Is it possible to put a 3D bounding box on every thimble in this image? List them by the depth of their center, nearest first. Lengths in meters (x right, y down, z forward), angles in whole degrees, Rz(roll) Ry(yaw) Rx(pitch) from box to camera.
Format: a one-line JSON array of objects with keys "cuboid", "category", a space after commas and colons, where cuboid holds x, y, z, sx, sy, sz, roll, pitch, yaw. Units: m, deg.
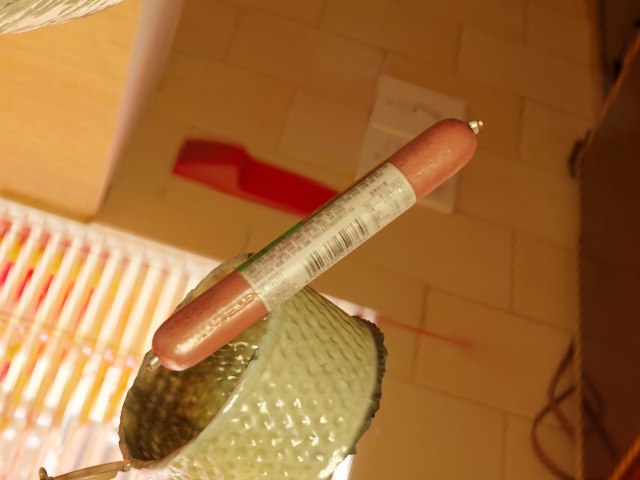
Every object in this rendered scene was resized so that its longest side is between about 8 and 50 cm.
[{"cuboid": [-0.075, 0.155, 1.272, 0.271, 0.150, 0.270, -40, 29, 27], "category": "thimble"}]

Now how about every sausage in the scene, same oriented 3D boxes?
[{"cuboid": [0.000, 0.000, 0.635, 0.223, 0.029, 0.029, -36, -5, -12], "category": "sausage"}]

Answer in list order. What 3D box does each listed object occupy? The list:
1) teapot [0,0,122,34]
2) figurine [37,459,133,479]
[{"cuboid": [-0.113, -0.106, 0.398, 0.200, 0.107, 0.077, -45, -63, -68], "category": "teapot"}, {"cuboid": [-0.153, 0.231, 0.881, 0.132, 0.132, 0.153, 167, 88, -86], "category": "figurine"}]
